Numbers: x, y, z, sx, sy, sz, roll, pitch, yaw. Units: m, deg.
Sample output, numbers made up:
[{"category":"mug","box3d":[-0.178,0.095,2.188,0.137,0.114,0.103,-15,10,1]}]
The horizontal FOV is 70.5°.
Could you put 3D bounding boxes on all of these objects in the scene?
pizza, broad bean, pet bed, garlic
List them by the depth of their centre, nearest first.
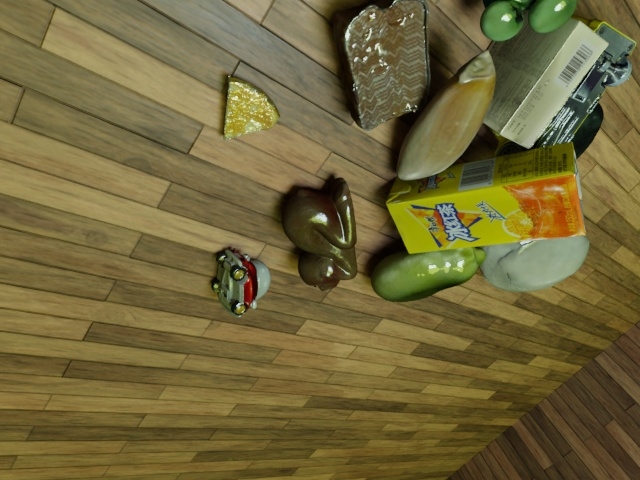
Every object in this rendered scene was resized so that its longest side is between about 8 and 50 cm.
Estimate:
[{"category":"pizza","box3d":[-0.136,-0.217,0.772,0.109,0.026,0.123,-42,137,16]},{"category":"garlic","box3d":[0.237,-0.216,0.852,0.143,0.112,0.318,-29,158,-23]},{"category":"pet bed","box3d":[0.583,-0.254,1.081,0.202,0.053,0.201,-15,134,-15]},{"category":"broad bean","box3d":[0.255,0.074,1.110,0.238,0.119,0.291,4,155,-45]}]

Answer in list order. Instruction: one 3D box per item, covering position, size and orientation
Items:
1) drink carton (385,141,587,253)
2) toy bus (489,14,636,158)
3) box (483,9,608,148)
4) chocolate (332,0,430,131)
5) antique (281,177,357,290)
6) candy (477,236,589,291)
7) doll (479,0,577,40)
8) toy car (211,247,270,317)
[{"category":"drink carton","box3d":[0.327,-0.073,0.920,0.352,0.111,0.154,-8,128,32]},{"category":"toy bus","box3d":[0.464,-0.276,0.932,0.144,0.152,0.330,6,124,-32]},{"category":"box","box3d":[0.379,-0.309,0.847,0.095,0.168,0.211,12,122,-31]},{"category":"chocolate","box3d":[0.101,-0.305,0.765,0.149,0.093,0.214,-24,136,-8]},{"category":"antique","box3d":[0.000,0.000,0.965,0.144,0.121,0.256,-17,133,-9]},{"category":"candy","box3d":[0.561,0.019,1.219,0.296,0.185,0.295,-3,129,-3]},{"category":"doll","box3d":[0.297,-0.472,0.657,0.199,0.186,0.321,-6,148,5]},{"category":"toy car","box3d":[-0.161,0.083,0.977,0.112,0.112,0.139,-12,125,-37]}]
